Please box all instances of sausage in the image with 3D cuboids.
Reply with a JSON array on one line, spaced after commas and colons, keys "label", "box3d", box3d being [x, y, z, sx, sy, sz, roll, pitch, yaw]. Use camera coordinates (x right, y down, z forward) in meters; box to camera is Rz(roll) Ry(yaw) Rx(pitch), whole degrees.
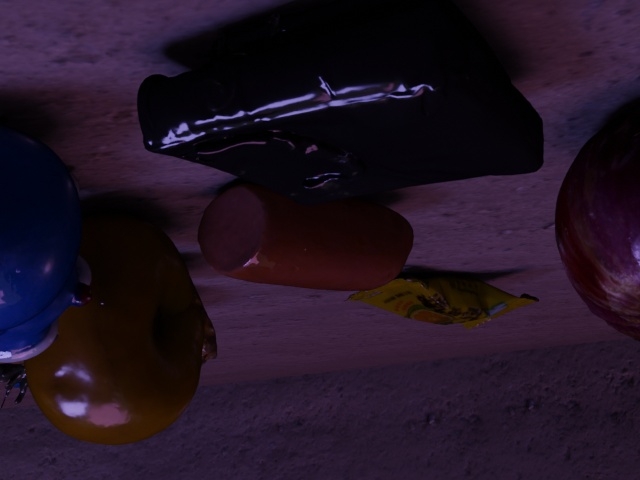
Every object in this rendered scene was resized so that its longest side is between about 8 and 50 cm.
[{"label": "sausage", "box3d": [0.000, 0.000, 1.028, 0.259, 0.114, 0.113, 7, 161, -43]}]

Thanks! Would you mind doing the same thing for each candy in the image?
[{"label": "candy", "box3d": [0.210, 0.101, 1.637, 0.297, 0.081, 0.187, 15, 157, -32]}]

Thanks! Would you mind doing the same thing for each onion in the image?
[{"label": "onion", "box3d": [0.342, -0.029, 0.875, 0.256, 0.273, 0.230, -19, 138, 21]}]

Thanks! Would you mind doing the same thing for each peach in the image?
[{"label": "peach", "box3d": [-0.214, 0.091, 1.006, 0.153, 0.251, 0.251, -3, 168, 10]}]

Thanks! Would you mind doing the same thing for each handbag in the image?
[{"label": "handbag", "box3d": [0.026, -0.092, 0.704, 0.244, 0.088, 0.275, -11, 170, 25]}]

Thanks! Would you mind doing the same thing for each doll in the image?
[{"label": "doll", "box3d": [-0.268, 0.005, 0.773, 0.161, 0.215, 0.257, 16, 154, 1]}]

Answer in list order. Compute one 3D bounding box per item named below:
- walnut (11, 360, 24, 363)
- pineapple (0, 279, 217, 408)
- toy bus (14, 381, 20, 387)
[{"label": "walnut", "box3d": [-0.358, 0.068, 1.038, 0.166, 0.149, 0.166, 36, 173, 5]}, {"label": "pineapple", "box3d": [-0.314, 0.138, 1.227, 0.340, 0.169, 0.169, -16, 170, -16]}, {"label": "toy bus", "box3d": [-0.453, 0.198, 1.628, 0.184, 0.106, 0.090, -19, 160, 40]}]
